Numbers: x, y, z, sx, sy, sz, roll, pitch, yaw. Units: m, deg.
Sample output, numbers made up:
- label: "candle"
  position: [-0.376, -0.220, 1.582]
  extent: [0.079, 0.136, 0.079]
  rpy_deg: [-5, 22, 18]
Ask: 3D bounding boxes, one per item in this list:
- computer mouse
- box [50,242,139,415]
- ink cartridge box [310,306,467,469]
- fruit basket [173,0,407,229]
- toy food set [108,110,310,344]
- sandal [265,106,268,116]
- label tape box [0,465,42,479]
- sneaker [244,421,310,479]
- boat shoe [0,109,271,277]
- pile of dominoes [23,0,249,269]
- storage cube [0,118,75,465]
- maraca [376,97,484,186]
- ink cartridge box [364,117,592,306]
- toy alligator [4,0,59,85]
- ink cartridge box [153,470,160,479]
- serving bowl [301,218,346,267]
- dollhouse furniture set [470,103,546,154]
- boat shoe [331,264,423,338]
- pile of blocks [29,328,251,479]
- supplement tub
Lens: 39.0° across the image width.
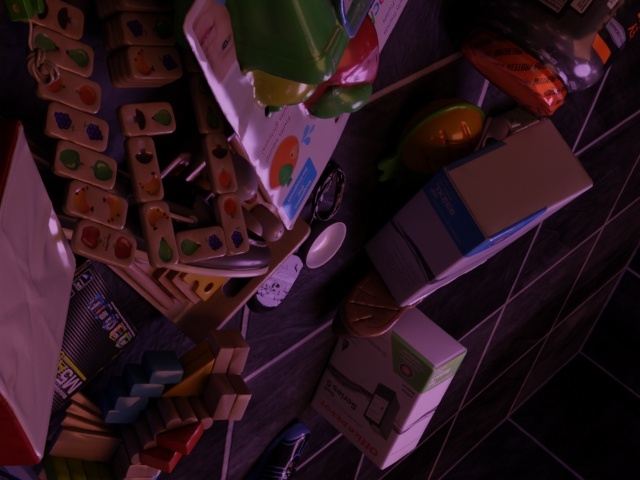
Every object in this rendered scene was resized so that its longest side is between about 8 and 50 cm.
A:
- label: "computer mouse"
  position: [-0.038, -0.005, 1.281]
  extent: [0.071, 0.041, 0.242]
  rpy_deg: [28, 96, -47]
- label: "box"
  position: [-0.304, 0.116, 0.992]
  extent: [0.184, 0.045, 0.190]
  rpy_deg: [-44, 153, -19]
- label: "ink cartridge box"
  position: [0.121, 0.257, 1.686]
  extent: [0.115, 0.198, 0.272]
  rpy_deg: [-21, 141, -46]
- label: "fruit basket"
  position: [0.010, -0.215, 0.841]
  extent: [0.327, 0.166, 0.353]
  rpy_deg: [-63, 153, -18]
- label: "toy food set"
  position: [-0.124, -0.003, 1.069]
  extent: [0.219, 0.092, 0.306]
  rpy_deg: [-47, 154, -9]
- label: "sandal"
  position: [-0.039, -0.149, 1.011]
  extent: [0.219, 0.060, 0.090]
  rpy_deg: [-62, 140, -47]
- label: "label tape box"
  position: [-0.339, 0.269, 0.915]
  extent: [0.106, 0.241, 0.333]
  rpy_deg: [-46, 155, -15]
- label: "sneaker"
  position: [-0.083, 0.463, 1.754]
  extent: [0.232, 0.090, 0.081]
  rpy_deg: [-52, 154, 3]
- label: "boat shoe"
  position: [-0.172, -0.038, 0.841]
  extent: [0.335, 0.112, 0.095]
  rpy_deg: [14, 100, -38]
- label: "pile of dominoes"
  position: [-0.145, -0.100, 0.780]
  extent: [0.196, 0.040, 0.251]
  rpy_deg: [-13, 91, -49]
- label: "storage cube"
  position: [-0.299, 0.038, 0.642]
  extent: [0.193, 0.215, 0.183]
  rpy_deg: [0, 143, 0]
- label: "maraca"
  position: [0.164, -0.142, 1.352]
  extent: [0.127, 0.099, 0.186]
  rpy_deg: [16, 133, -43]
- label: "ink cartridge box"
  position: [0.236, -0.036, 1.420]
  extent: [0.223, 0.129, 0.307]
  rpy_deg: [-26, 169, -28]
- label: "toy alligator"
  position: [-0.226, -0.207, 0.667]
  extent: [0.051, 0.056, 0.189]
  rpy_deg: [-86, 170, -47]
- label: "ink cartridge box"
  position: [-0.256, 0.280, 1.265]
  extent: [0.104, 0.061, 0.181]
  rpy_deg: [-2, 127, -57]
- label: "serving bowl"
  position: [0.000, 0.000, 1.348]
  extent: [0.083, 0.027, 0.083]
  rpy_deg: [-38, 152, -24]
- label: "dollhouse furniture set"
  position: [0.348, -0.146, 1.563]
  extent: [0.182, 0.161, 0.101]
  rpy_deg: [-27, 146, -42]
- label: "boat shoe"
  position: [0.148, 0.059, 1.594]
  extent: [0.342, 0.123, 0.123]
  rpy_deg: [-42, 180, -29]
- label: "pile of blocks"
  position: [-0.234, 0.243, 1.112]
  extent: [0.362, 0.112, 0.149]
  rpy_deg: [-39, 131, 0]
- label: "supplement tub"
  position: [0.360, -0.355, 1.255]
  extent: [0.338, 0.207, 0.207]
  rpy_deg: [-52, 154, 4]
